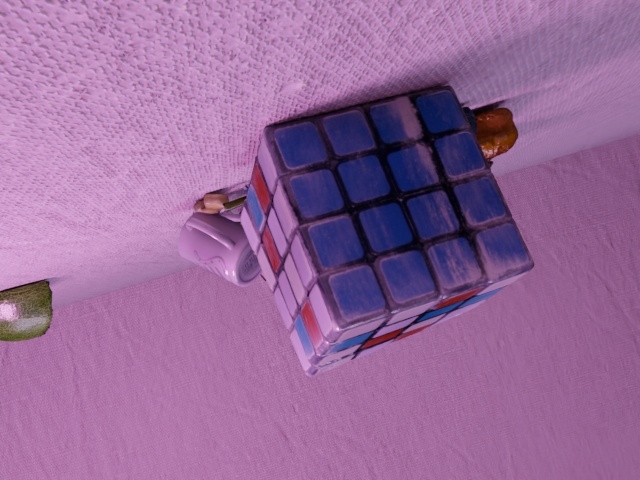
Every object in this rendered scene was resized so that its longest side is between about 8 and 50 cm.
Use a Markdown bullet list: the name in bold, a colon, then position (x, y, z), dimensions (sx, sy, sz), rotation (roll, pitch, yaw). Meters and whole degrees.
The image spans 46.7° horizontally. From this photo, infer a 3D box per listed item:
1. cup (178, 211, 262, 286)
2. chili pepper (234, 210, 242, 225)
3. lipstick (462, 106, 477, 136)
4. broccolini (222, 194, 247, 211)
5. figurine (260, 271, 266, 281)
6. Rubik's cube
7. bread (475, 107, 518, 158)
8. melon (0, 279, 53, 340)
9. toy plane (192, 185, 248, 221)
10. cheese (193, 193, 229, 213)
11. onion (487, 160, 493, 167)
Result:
- **cup**: position (-0.176, 0.013, 1.270), dimensions (0.133, 0.099, 0.136), rotation (25, -166, 26)
- **chili pepper**: position (-0.162, -0.040, 1.595), dimensions (0.073, 0.050, 0.182), rotation (-53, -171, -9)
- **lipstick**: position (0.111, -0.151, 1.084), dimensions (0.234, 0.053, 0.053), rotation (-12, 177, -13)
- **broccolini**: position (-0.052, -0.086, 1.201), dimensions (0.218, 0.042, 0.044), rotation (-22, 179, -7)
- **figurine**: position (-0.003, -0.003, 1.691), dimensions (0.308, 0.143, 0.308), rotation (-18, 139, -17)
- **Rubik's cube**: position (0.065, -0.007, 0.937), dimensions (0.256, 0.259, 0.253), rotation (-17, 163, -17)
- **bread**: position (0.253, -0.168, 1.300), dimensions (0.139, 0.077, 0.271), rotation (-14, -179, -1)
- **melon**: position (-0.783, 0.194, 1.834), dimensions (0.169, 0.129, 0.265), rotation (-11, 175, -45)
- **toy plane**: position (-0.091, -0.038, 1.339), dimensions (0.273, 0.182, 0.107), rotation (-18, -150, 52)
- **cheese**: position (-0.184, -0.061, 1.232), dimensions (0.044, 0.030, 0.083), rotation (8, 171, -28)
- **onion**: position (0.279, -0.098, 1.639), dimensions (0.221, 0.281, 0.281), rotation (26, -176, 7)
